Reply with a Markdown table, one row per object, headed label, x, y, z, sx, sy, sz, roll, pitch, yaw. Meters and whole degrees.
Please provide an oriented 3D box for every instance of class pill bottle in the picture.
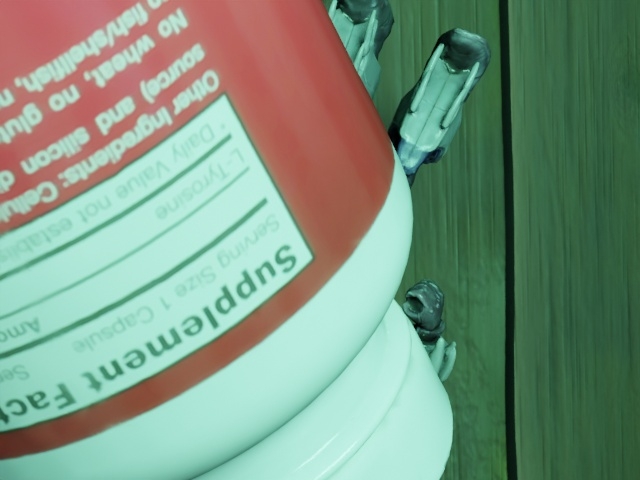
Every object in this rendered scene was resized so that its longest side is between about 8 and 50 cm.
| label | x | y | z | sx | sy | sz | roll | pitch | yaw |
| --- | --- | --- | --- | --- | --- | --- | --- | --- | --- |
| pill bottle | -0.105 | -0.051 | 0.577 | 0.229 | 0.229 | 0.408 | -48 | 123 | -33 |

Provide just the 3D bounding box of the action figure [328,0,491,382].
| label | x | y | z | sx | sy | sz | roll | pitch | yaw |
| --- | --- | --- | --- | --- | --- | --- | --- | --- | --- |
| action figure | 0.000 | 0.000 | 0.872 | 0.185 | 0.099 | 0.285 | 22 | 80 | -3 |
